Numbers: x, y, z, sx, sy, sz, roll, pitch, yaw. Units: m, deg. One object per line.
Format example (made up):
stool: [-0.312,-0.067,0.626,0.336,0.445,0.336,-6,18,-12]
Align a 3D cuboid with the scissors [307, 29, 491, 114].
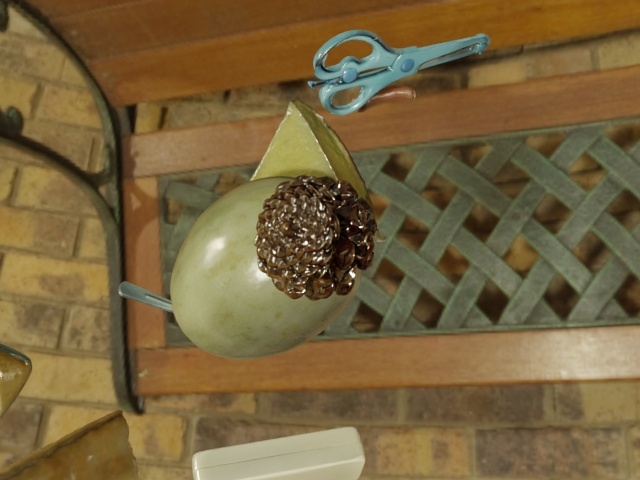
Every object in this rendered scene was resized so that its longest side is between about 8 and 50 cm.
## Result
scissors: [0.156,-0.348,1.459,0.392,0.032,0.180,-17,142,-16]

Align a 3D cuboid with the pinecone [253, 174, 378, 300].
pinecone: [0.000,-0.002,0.813,0.140,0.140,0.120,-13,175,33]

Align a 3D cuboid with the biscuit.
biscuit: [-0.485,0.600,1.372,0.446,0.430,0.104,-25,-167,-39]

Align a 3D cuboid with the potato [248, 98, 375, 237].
potato: [-0.060,-0.067,1.320,0.255,0.270,0.112,-29,176,24]

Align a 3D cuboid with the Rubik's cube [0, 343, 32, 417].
Rubik's cube: [-0.482,0.180,0.935,0.254,0.255,0.254,3,157,1]

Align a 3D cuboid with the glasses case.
glasses case: [-0.078,0.423,1.410,0.312,0.070,0.131,-7,144,-11]

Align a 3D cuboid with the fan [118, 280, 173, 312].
fan: [-0.387,0.167,1.967,0.281,0.057,0.023,22,118,-18]

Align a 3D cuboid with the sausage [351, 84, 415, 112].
sausage: [0.138,-0.312,1.660,0.176,0.047,0.040,-20,160,-36]

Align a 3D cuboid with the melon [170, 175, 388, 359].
melon: [-0.079,0.040,1.115,0.308,0.272,0.272,-37,154,-5]
